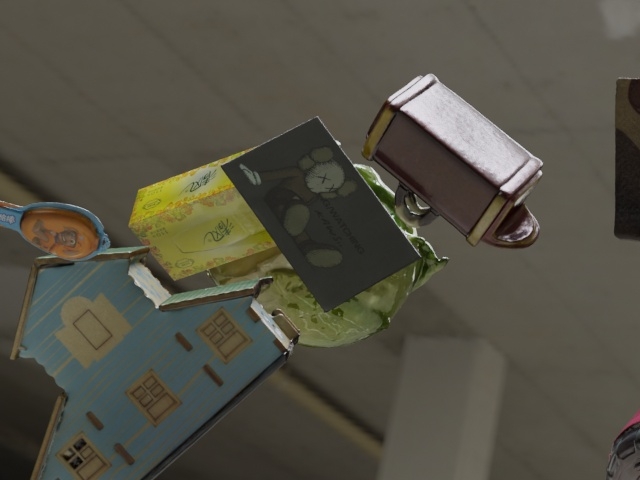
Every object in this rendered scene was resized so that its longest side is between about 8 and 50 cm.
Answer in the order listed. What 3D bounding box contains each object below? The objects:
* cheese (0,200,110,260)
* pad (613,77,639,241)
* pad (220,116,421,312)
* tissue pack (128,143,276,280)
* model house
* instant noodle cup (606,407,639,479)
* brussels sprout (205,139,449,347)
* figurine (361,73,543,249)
[{"bbox_3d":[-0.196,-0.012,1.061,0.111,0.017,0.047,16,-56,-4],"label":"cheese"},{"bbox_3d":[0.492,-0.091,1.956,0.004,0.220,0.330,-8,10,-37],"label":"pad"},{"bbox_3d":[0.001,-0.029,1.600,0.190,0.127,0.004,54,-27,12],"label":"pad"},{"bbox_3d":[-0.108,-0.029,1.691,0.176,0.062,0.095,-17,-51,25],"label":"tissue pack"},{"bbox_3d":[-0.173,0.091,1.378,0.206,0.271,0.178,48,5,-2],"label":"model house"},{"bbox_3d":[0.360,0.194,1.334,0.302,0.181,0.258,43,-36,15],"label":"instant noodle cup"},{"bbox_3d":[-0.002,0.001,1.867,0.259,0.227,0.294,36,19,32],"label":"brussels sprout"},{"bbox_3d":[0.101,-0.043,1.211,0.154,0.082,0.098,41,-57,7],"label":"figurine"}]
